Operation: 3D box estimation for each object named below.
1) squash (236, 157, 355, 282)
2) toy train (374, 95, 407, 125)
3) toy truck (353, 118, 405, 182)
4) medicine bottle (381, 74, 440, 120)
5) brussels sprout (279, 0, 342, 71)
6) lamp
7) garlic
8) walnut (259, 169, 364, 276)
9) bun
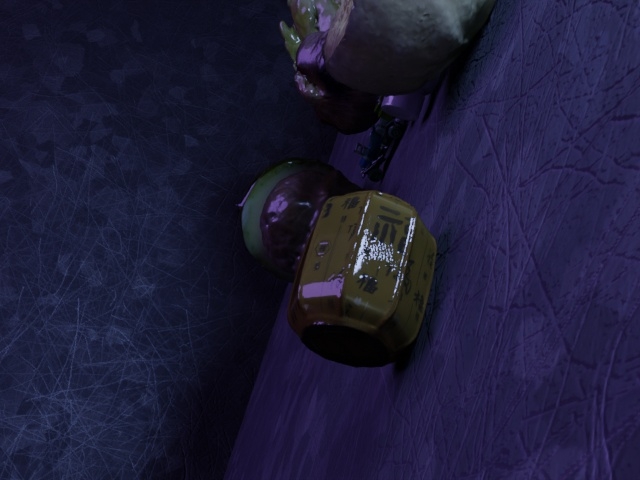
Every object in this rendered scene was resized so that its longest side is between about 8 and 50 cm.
[{"bbox_3d":[-0.045,-0.052,1.735,0.384,0.263,0.263,-120,50,-83],"label":"squash"},{"bbox_3d":[0.163,-0.315,1.510,0.060,0.081,0.202,124,165,-74],"label":"toy train"},{"bbox_3d":[0.115,-0.203,1.614,0.080,0.078,0.154,-78,10,-53],"label":"toy truck"},{"bbox_3d":[0.177,-0.339,1.378,0.095,0.095,0.260,153,138,-83],"label":"medicine bottle"},{"bbox_3d":[0.088,-0.496,1.887,0.276,0.315,0.371,-27,62,50],"label":"brussels sprout"},{"bbox_3d":[0.049,0.044,0.923,0.161,0.161,0.185,118,170,-60],"label":"lamp"},{"bbox_3d":[0.036,-0.317,1.640,0.160,0.245,0.245,-38,-8,-22],"label":"garlic"},{"bbox_3d":[-0.002,-0.028,1.426,0.224,0.224,0.224,-160,90,-85],"label":"walnut"},{"bbox_3d":[0.151,-0.372,1.178,0.364,0.202,0.364,-157,90,-83],"label":"bun"}]
